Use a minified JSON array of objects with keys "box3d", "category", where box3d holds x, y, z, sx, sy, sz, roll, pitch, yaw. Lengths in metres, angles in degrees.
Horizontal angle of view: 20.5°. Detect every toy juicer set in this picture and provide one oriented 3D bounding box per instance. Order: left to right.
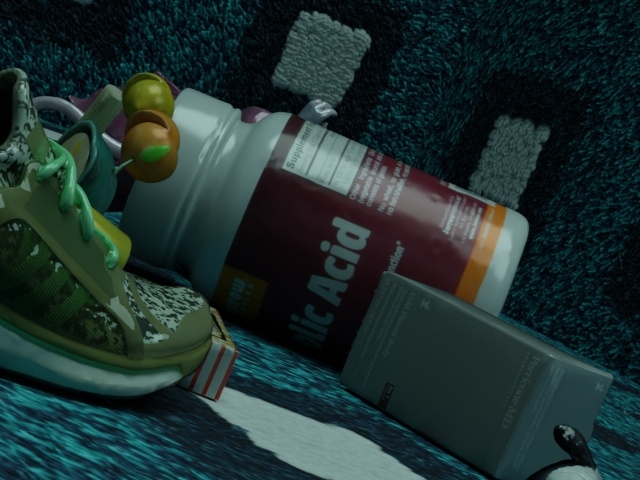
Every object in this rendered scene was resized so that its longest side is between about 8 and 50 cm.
[{"box3d":[-0.241,-0.091,1.798,0.089,0.209,0.329,31,1,-26],"category":"toy juicer set"}]

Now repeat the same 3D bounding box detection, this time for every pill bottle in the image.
[{"box3d":[0.000,0.000,1.870,0.392,0.224,0.224,23,4,1],"category":"pill bottle"}]

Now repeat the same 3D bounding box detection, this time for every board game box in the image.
[{"box3d":[-0.148,0.063,1.426,0.147,0.045,0.193,23,4,-10],"category":"board game box"}]

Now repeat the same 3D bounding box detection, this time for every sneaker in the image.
[{"box3d":[-0.197,-0.013,1.151,0.158,0.182,0.410,26,4,39],"category":"sneaker"}]

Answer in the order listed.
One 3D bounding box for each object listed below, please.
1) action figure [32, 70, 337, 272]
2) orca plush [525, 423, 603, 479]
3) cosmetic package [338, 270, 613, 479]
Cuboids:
[{"box3d":[-0.158,-0.095,2.090,0.370,0.248,0.276,23,3,41],"category":"action figure"},{"box3d":[0.136,0.208,1.067,0.287,0.102,0.151,-74,143,-76],"category":"orca plush"},{"box3d":[0.140,0.130,1.643,0.107,0.127,0.238,21,2,-39],"category":"cosmetic package"}]
